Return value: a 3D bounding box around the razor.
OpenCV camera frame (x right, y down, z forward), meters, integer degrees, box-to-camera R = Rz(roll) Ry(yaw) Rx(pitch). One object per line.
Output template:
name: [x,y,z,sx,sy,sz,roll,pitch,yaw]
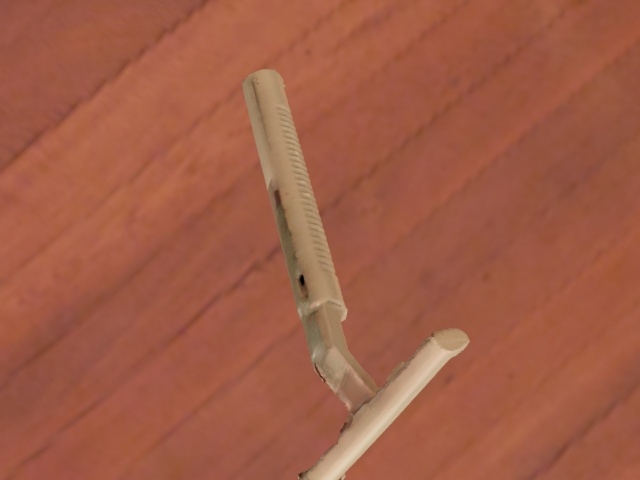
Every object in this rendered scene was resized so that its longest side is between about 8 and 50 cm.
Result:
razor: [-0.006,-0.003,0.740,0.036,0.211,0.084,21,122,-35]
